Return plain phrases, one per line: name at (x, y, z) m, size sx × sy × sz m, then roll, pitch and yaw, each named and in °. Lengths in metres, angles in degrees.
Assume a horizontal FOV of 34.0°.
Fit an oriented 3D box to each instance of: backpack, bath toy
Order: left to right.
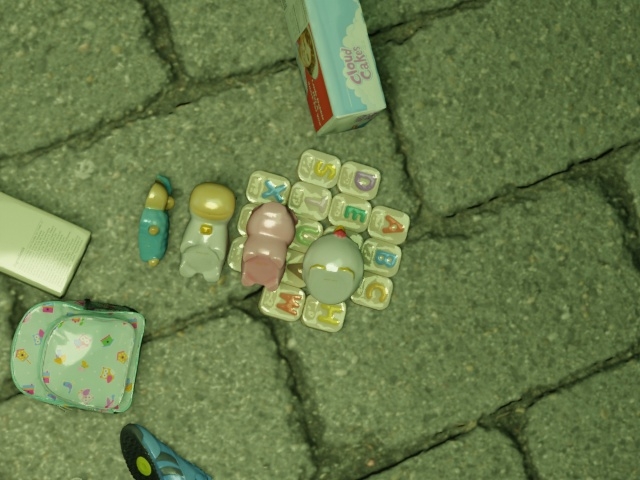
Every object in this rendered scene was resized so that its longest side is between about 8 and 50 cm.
backpack at (-0.362, 0.168, 1.541) m, size 0.189 × 0.144 × 0.165 m, roll 10°, pitch 89°, yaw -8°
bath toy at (-0.098, -0.007, 1.617) m, size 0.348 × 0.151 × 0.129 m, roll 14°, pitch 36°, yaw -3°

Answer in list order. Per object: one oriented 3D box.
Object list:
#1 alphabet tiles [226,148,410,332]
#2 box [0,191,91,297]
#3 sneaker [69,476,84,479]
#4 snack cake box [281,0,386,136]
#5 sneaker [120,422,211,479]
alphabet tiles at (0.000, 0.000, 1.701) m, size 0.278 × 0.021 × 0.284 m, roll 17°, pitch 80°, yaw -11°
box at (-0.488, -0.016, 1.555) m, size 0.275 × 0.094 × 0.113 m, roll 26°, pitch 80°, yaw -8°
sneaker at (-0.345, 0.406, 1.569) m, size 0.040 × 0.044 × 0.109 m, roll -39°, pitch 95°, yaw -16°
snack cake box at (0.016, -0.313, 1.670) m, size 0.089 × 0.152 × 0.264 m, roll -14°, pitch 88°, yaw -14°
sneaker at (-0.224, 0.359, 1.598) m, size 0.209 × 0.069 × 0.082 m, roll 52°, pitch 43°, yaw 6°
